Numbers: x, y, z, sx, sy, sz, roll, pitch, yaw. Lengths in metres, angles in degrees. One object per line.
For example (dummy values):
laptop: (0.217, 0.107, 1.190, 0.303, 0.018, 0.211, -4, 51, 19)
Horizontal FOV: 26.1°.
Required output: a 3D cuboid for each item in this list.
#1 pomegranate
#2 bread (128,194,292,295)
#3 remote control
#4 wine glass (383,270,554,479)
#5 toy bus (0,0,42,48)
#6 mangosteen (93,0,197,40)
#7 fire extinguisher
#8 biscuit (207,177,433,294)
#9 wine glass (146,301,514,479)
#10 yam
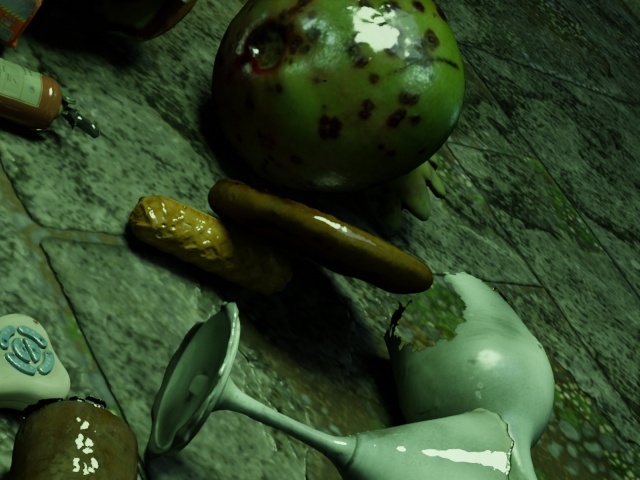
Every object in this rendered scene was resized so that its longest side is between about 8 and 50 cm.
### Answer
pomegranate: (0.048, -0.133, 1.337, 0.306, 0.242, 0.242, 33, 28, -30)
bread: (-0.090, 0.004, 1.150, 0.157, 0.044, 0.052, 26, -5, -30)
remote control: (-0.217, 0.079, 0.882, 0.122, 0.032, 0.074, 3, 47, -54)
wine glass: (0.147, 0.159, 1.134, 0.143, 0.143, 0.321, 27, 21, -30)
toy bus: (-0.323, -0.236, 1.146, 0.192, 0.077, 0.065, 31, 26, -26)
mangosteen: (-0.190, -0.352, 1.247, 0.311, 0.311, 0.311, 33, 28, -20)
fire extinguisher: (-0.258, -0.121, 1.098, 0.177, 0.050, 0.062, 19, 17, -39)
biscuit: (0.000, 0.000, 1.185, 0.212, 0.036, 0.212, 23, -3, 1)
wine glass: (0.003, 0.144, 0.981, 0.232, 0.156, 0.156, 28, 30, -19)
yam: (-0.150, 0.161, 0.812, 0.084, 0.084, 0.127, 32, 33, -23)
